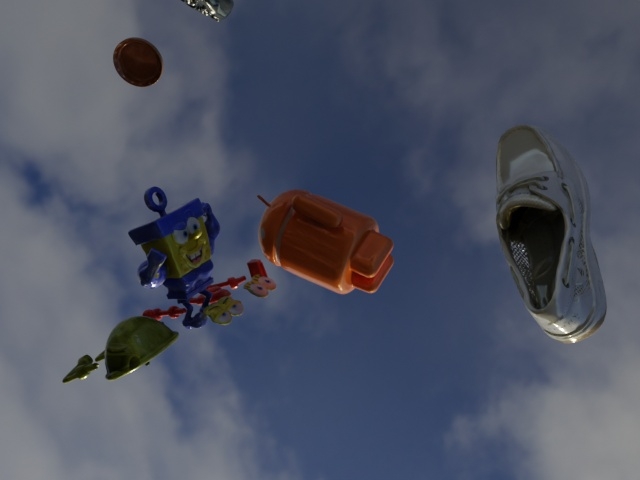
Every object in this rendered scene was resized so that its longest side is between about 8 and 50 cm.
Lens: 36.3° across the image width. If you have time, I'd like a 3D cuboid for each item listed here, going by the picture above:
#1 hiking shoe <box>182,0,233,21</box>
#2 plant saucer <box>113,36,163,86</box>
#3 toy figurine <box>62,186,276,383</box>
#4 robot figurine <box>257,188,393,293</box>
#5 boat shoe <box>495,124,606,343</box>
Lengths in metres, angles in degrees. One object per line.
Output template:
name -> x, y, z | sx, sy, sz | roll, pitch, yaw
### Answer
hiking shoe -> -0.179, -0.423, 1.307 | 0.113, 0.132, 0.304 | 37, -11, 37
plant saucer -> -0.291, -0.287, 1.566 | 0.083, 0.013, 0.083 | 6, -56, 9
toy figurine -> -0.245, 0.035, 1.433 | 0.191, 0.362, 0.217 | -8, -74, 36
robot figurine -> 0.000, 0.002, 1.464 | 0.219, 0.158, 0.128 | 24, -81, 19
boat shoe -> 0.237, -0.028, 1.060 | 0.098, 0.096, 0.277 | -31, -131, 29
